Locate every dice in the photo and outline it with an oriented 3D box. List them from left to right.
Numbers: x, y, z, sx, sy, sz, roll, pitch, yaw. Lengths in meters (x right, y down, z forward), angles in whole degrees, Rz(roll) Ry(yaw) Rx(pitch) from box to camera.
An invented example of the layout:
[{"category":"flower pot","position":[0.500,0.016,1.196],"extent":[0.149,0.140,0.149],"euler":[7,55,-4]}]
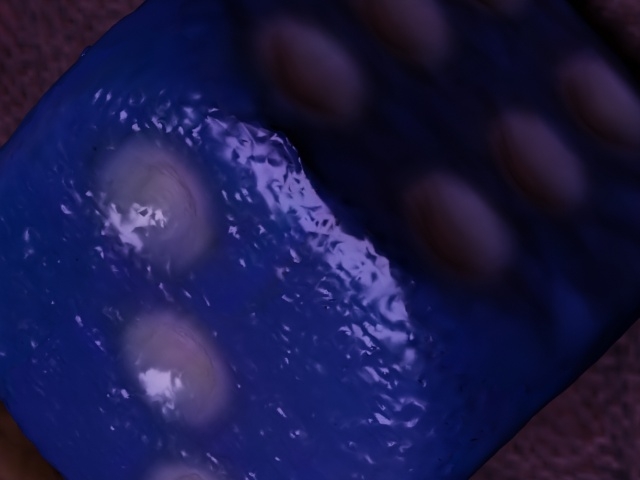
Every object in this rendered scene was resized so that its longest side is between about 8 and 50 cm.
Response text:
[{"category":"dice","position":[0.000,0.000,0.468],"extent":[0.146,0.143,0.146],"euler":[47,131,4]}]

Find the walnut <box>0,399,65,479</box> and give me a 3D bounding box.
[{"category":"walnut","position":[-0.116,0.094,0.586],"extent":[0.166,0.149,0.166],"euler":[29,157,13]}]
